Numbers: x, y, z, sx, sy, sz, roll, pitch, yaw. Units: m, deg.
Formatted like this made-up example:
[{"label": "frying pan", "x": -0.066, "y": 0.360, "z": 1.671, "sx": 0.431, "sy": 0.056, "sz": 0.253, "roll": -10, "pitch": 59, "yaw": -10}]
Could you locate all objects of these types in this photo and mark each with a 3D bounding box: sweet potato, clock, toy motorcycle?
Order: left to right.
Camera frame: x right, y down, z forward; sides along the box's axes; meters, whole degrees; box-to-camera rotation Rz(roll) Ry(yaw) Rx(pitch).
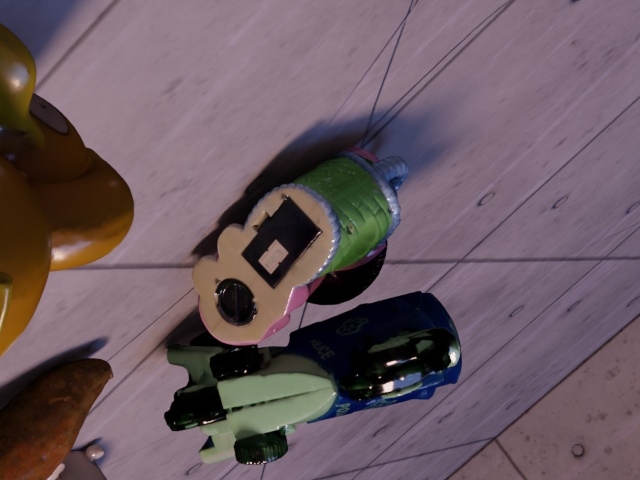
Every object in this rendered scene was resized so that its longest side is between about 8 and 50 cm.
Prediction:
[{"label": "sweet potato", "x": -0.296, "y": 0.203, "z": 1.574, "sx": 0.291, "sy": 0.097, "sz": 0.097, "roll": -30, "pitch": 161, "yaw": -18}, {"label": "clock", "x": -0.283, "y": 0.284, "z": 1.851, "sx": 0.155, "sy": 0.063, "sz": 0.229, "roll": -27, "pitch": 161, "yaw": -25}, {"label": "clock", "x": 0.000, "y": 0.000, "z": 1.611, "sx": 0.194, "sy": 0.100, "sz": 0.195, "roll": -47, "pitch": 167, "yaw": 31}, {"label": "toy motorcycle", "x": 0.003, "y": 0.123, "z": 1.672, "sx": 0.331, "sy": 0.125, "sz": 0.196, "roll": -15, "pitch": -176, "yaw": 39}]

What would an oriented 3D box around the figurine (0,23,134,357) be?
[{"label": "figurine", "x": -0.219, "y": -0.014, "z": 1.032, "sx": 0.215, "sy": 0.215, "sz": 0.228, "roll": 113, "pitch": -7, "yaw": -57}]
